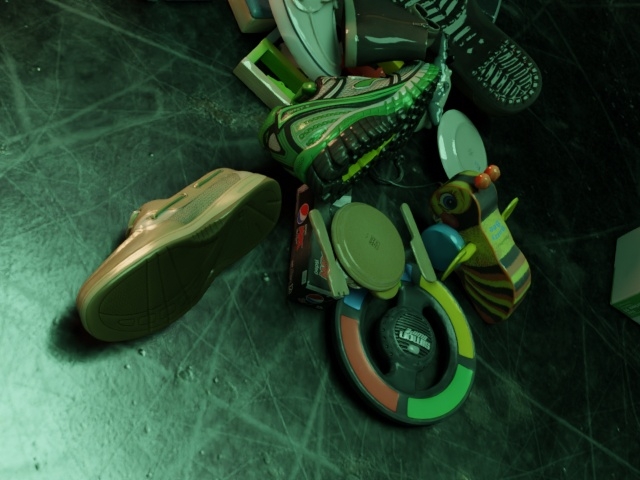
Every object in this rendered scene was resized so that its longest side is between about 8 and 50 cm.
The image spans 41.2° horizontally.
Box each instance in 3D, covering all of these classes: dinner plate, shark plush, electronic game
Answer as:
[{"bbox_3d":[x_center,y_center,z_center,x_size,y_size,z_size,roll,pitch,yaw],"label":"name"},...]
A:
[{"bbox_3d":[0.228,-0.137,1.327,0.141,0.017,0.141,17,68,-46],"label":"dinner plate"},{"bbox_3d":[0.164,-0.236,1.291,0.067,0.161,0.073,20,14,-5],"label":"shark plush"},{"bbox_3d":[0.113,0.130,1.119,0.229,0.048,0.229,16,59,-28],"label":"electronic game"}]

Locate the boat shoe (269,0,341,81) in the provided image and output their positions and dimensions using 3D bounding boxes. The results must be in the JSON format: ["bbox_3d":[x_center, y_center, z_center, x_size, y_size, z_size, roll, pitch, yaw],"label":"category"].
[{"bbox_3d":[-0.016,-0.350,1.175,0.096,0.088,0.268,-21,93,-59],"label":"boat shoe"}]

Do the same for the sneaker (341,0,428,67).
[{"bbox_3d":[0.091,-0.318,1.227,0.118,0.083,0.222,2,46,-2],"label":"sneaker"}]

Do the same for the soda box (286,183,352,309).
[{"bbox_3d":[0.000,0.000,1.105,0.060,0.053,0.169,20,58,-25],"label":"soda box"}]

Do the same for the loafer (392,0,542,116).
[{"bbox_3d":[0.203,-0.330,1.389,0.133,0.130,0.366,-33,77,-7],"label":"loafer"}]

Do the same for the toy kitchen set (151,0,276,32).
[{"bbox_3d":[-0.132,-0.370,1.130,0.207,0.166,0.122,-14,75,-38],"label":"toy kitchen set"}]

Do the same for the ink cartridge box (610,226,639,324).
[{"bbox_3d":[0.603,0.088,1.448,0.208,0.087,0.153,33,52,-15],"label":"ink cartridge box"}]

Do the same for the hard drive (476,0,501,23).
[{"bbox_3d":[0.259,-0.496,1.534,0.172,0.054,0.255,25,55,-22],"label":"hard drive"}]

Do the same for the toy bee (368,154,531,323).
[{"bbox_3d":[0.204,-0.024,1.187,0.298,0.162,0.195,36,54,-14],"label":"toy bee"}]

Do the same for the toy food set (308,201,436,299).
[{"bbox_3d":[0.058,0.014,1.092,0.192,0.038,0.132,-4,70,-43],"label":"toy food set"}]

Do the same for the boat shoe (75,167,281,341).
[{"bbox_3d":[-0.169,0.005,0.968,0.098,0.109,0.302,23,44,27],"label":"boat shoe"}]

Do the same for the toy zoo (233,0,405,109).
[{"bbox_3d":[0.020,-0.265,1.269,0.192,0.030,0.293,44,50,-8],"label":"toy zoo"}]

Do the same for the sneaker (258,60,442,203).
[{"bbox_3d":[0.050,-0.182,1.143,0.146,0.134,0.343,38,39,13],"label":"sneaker"}]

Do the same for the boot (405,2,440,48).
[{"bbox_3d":[0.120,-0.330,1.293,0.118,0.087,0.042,31,51,-20],"label":"boot"}]
